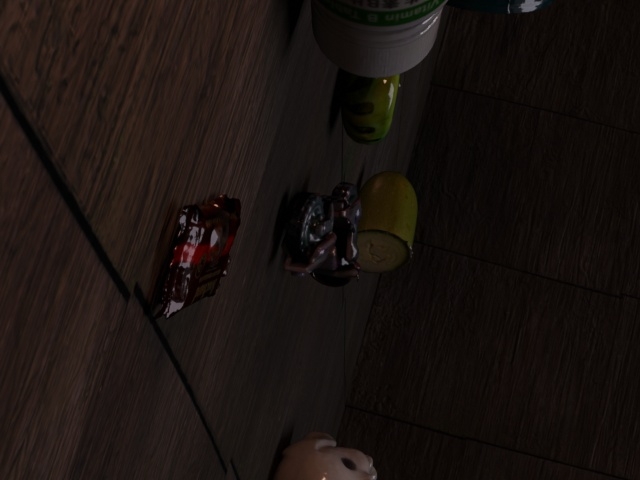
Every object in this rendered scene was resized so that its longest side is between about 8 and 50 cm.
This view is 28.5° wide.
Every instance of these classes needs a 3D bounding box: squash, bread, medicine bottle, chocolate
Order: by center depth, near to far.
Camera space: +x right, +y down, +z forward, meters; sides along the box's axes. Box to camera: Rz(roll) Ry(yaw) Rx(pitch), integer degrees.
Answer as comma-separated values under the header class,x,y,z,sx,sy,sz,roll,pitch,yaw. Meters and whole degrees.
class,x,y,z,sx,sy,sz,roll,pitch,yaw
chocolate,-0.082,0.010,0.895,0.182,0.028,0.086,-24,130,-85
medicine bottle,0.048,-0.239,1.025,0.237,0.139,0.139,93,12,-67
bread,0.062,-0.187,1.570,0.139,0.071,0.130,-78,174,-47
squash,0.109,-0.046,2.151,0.123,0.123,0.186,96,7,-53

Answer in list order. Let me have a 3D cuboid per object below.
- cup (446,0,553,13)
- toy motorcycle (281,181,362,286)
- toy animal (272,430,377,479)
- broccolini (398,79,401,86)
class,x,y,z,sx,sy,sz,roll,pitch,yaw
cup,0.257,-0.523,1.836,0.308,0.242,0.292,-63,164,-54
toy motorcycle,-0.001,0.000,1.403,0.213,0.082,0.122,-21,115,-72
toy animal,0.004,0.409,1.992,0.249,0.174,0.289,-91,176,-52
broccolini,0.120,-0.296,1.567,0.062,0.123,0.271,-36,145,-36
